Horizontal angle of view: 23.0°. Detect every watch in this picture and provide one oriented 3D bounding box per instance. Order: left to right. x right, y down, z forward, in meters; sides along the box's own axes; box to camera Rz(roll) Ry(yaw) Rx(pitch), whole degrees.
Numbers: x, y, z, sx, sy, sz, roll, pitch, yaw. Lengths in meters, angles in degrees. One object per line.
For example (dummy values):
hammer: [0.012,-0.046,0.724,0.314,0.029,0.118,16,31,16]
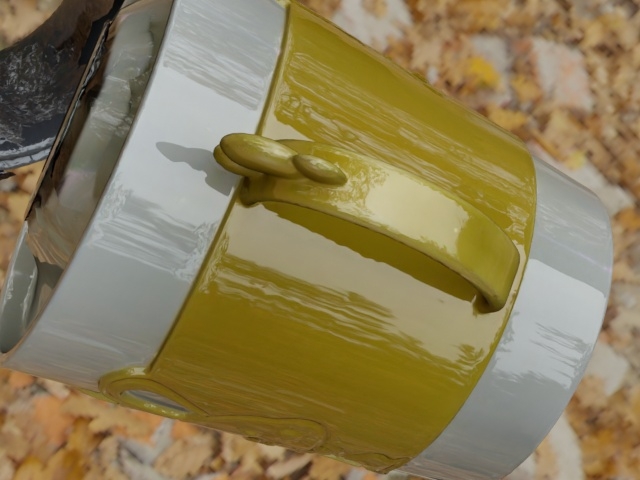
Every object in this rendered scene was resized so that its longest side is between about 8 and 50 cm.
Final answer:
watch: [-0.335,-0.218,1.445,0.335,0.327,0.314,-30,53,-8]

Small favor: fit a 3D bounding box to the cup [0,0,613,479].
cup: [0.000,0.000,0.633,0.226,0.241,0.185,24,81,-18]
